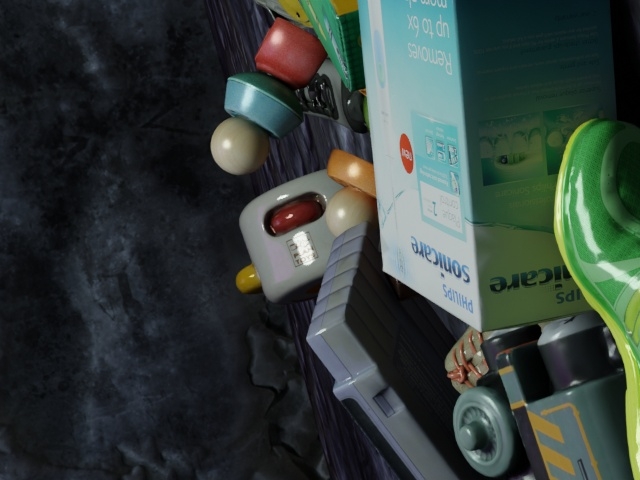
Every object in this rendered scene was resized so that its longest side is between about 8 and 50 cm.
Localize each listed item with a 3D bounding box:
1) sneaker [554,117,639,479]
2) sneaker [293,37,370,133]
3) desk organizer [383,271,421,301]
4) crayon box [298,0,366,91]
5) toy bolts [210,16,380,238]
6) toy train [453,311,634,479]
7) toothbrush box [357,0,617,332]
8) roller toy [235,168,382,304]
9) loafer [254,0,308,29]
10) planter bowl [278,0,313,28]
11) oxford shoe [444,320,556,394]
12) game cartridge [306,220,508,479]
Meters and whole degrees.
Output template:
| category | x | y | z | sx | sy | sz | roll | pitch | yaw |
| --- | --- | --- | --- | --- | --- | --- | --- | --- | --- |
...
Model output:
| category | x | y | z | sx | sy | sz | roll | pitch | yaw |
| --- | --- | --- | --- | --- | --- | --- | --- | --- | --- |
| sneaker | 0.248 | 0.048 | 1.276 | 0.123 | 0.109 | 0.295 | -39 | 63 | 54 |
| sneaker | 0.006 | -0.185 | 2.360 | 0.271 | 0.108 | 0.100 | -131 | 27 | -68 |
| desk organizer | 0.127 | 0.010 | 1.844 | 0.047 | 0.130 | 0.050 | -115 | 13 | -47 |
| crayon box | 0.054 | -0.254 | 1.636 | 0.278 | 0.165 | 0.081 | -115 | 11 | -47 |
| toy bolts | 0.004 | -0.105 | 1.902 | 0.228 | 0.158 | 0.218 | 29 | 175 | 0 |
| toy train | 0.228 | 0.214 | 1.512 | 0.190 | 0.142 | 0.334 | -29 | 76 | 54 |
| toothbrush box | 0.123 | -0.104 | 1.422 | 0.216 | 0.126 | 0.295 | -145 | 46 | -68 |
| roller toy | 0.000 | 0.000 | 2.475 | 0.191 | 0.209 | 0.146 | -39 | 68 | 60 |
| loafer | -0.043 | -0.318 | 2.395 | 0.319 | 0.112 | 0.111 | -142 | 43 | -76 |
| planter bowl | 0.002 | -0.274 | 1.855 | 0.217 | 0.090 | 0.217 | 51 | 158 | 31 |
| oxford shoe | 0.179 | 0.102 | 1.678 | 0.348 | 0.130 | 0.123 | 84 | 166 | -56 |
| game cartridge | 0.112 | 0.172 | 1.875 | 0.355 | 0.068 | 0.230 | 54 | -155 | -16 |
